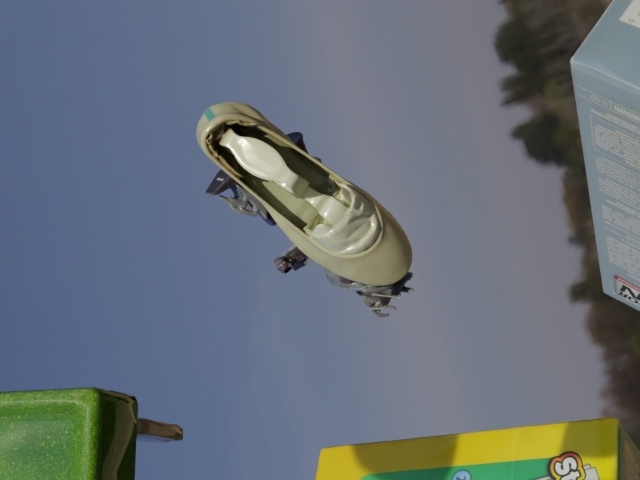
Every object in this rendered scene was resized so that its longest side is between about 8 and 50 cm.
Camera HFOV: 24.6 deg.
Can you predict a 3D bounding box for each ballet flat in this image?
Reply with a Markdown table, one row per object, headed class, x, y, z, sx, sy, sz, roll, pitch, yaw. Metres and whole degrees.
| class | x | y | z | sx | sy | sz | roll | pitch | yaw |
| --- | --- | --- | --- | --- | --- | --- | --- | --- | --- |
| ballet flat | -0.014 | -0.041 | 1.380 | 0.248 | 0.086 | 0.086 | 36 | -161 | -5 |

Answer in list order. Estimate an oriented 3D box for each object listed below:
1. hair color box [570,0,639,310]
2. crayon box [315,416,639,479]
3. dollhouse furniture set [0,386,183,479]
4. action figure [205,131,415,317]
| class | x | y | z | sx | sy | sz | roll | pitch | yaw |
| --- | --- | --- | --- | --- | --- | --- | --- | --- | --- |
| hair color box | 0.313 | -0.087 | 1.206 | 0.113 | 0.185 | 0.374 | 29 | 162 | 26 |
| crayon box | 0.133 | 0.355 | 1.341 | 0.106 | 0.313 | 0.363 | 53 | -143 | -45 |
| dollhouse furniture set | -0.143 | 0.228 | 0.690 | 0.197 | 0.151 | 0.302 | 39 | -129 | -72 |
| action figure | 0.000 | 0.000 | 1.741 | 0.285 | 0.185 | 0.099 | 48 | -120 | -30 |
